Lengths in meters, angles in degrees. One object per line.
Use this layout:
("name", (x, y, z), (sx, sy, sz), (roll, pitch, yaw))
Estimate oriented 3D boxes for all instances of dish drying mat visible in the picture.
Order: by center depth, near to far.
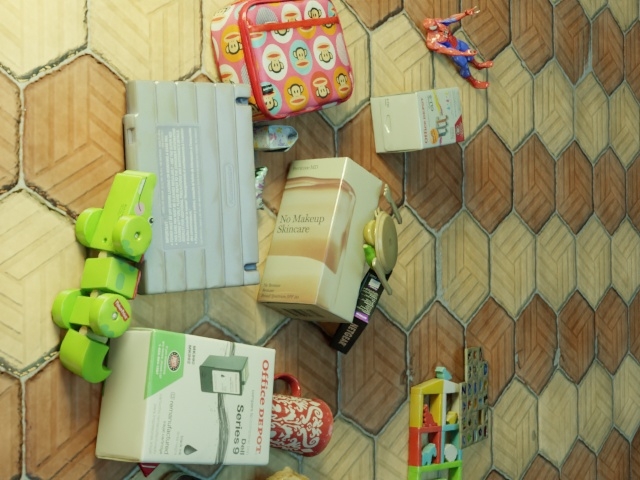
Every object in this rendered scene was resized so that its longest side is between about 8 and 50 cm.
("dish drying mat", (-0.275, 0.363, 1.659), (0.083, 0.008, 0.032), (-44, 120, -41))

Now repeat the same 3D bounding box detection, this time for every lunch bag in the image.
("lunch bag", (-0.092, -0.192, 1.840), (0.083, 0.071, 0.053), (-11, 99, -50))
("lunch bag", (-0.072, -0.362, 1.841), (0.293, 0.120, 0.258), (-23, 103, -49))

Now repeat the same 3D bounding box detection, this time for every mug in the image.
("mug", (-0.083, 0.329, 1.837), (0.169, 0.150, 0.113), (20, 110, -44))

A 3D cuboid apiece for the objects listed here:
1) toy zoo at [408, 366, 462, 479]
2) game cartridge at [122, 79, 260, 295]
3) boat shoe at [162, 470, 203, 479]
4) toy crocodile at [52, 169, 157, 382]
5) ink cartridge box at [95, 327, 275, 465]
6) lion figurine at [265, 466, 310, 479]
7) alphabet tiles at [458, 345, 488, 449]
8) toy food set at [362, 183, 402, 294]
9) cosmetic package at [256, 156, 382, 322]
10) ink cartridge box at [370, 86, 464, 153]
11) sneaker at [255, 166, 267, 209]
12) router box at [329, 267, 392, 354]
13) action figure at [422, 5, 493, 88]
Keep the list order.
("toy zoo", (0.274, 0.444, 2.290), (0.192, 0.030, 0.293), (7, 84, -50))
("game cartridge", (-0.219, -0.091, 1.658), (0.230, 0.068, 0.354), (-3, 92, -30))
("boat shoe", (-0.203, 0.533, 1.673), (0.103, 0.092, 0.285), (-23, 106, -48))
("toy crocodile", (-0.326, 0.051, 1.526), (0.105, 0.115, 0.340), (30, 69, -51))
("ink cartridge box", (-0.216, 0.267, 1.638), (0.289, 0.122, 0.211), (16, 74, -48))
("lion figurine", (-0.080, 0.632, 1.788), (0.240, 0.142, 0.392), (44, 61, -31))
("alphabet tiles", (0.378, 0.381, 2.403), (0.198, 0.009, 0.237), (4, 86, -61))
("toy food set", (0.116, 0.001, 1.891), (0.132, 0.039, 0.192), (61, 33, -48))
("cosmetic package", (0.000, 0.000, 1.884), (0.129, 0.153, 0.296), (32, 64, -46))
("ink cartridge box", (0.215, -0.267, 2.162), (0.176, 0.127, 0.128), (-16, 102, -48))
("sneaker", (-0.120, -0.086, 1.834), (0.098, 0.038, 0.069), (-53, 129, -25))
("router box", (0.080, 0.138, 1.969), (0.046, 0.179, 0.133), (27, 59, 1))
("action figure", (0.355, -0.463, 2.333), (0.280, 0.139, 0.091), (26, 68, -44))
